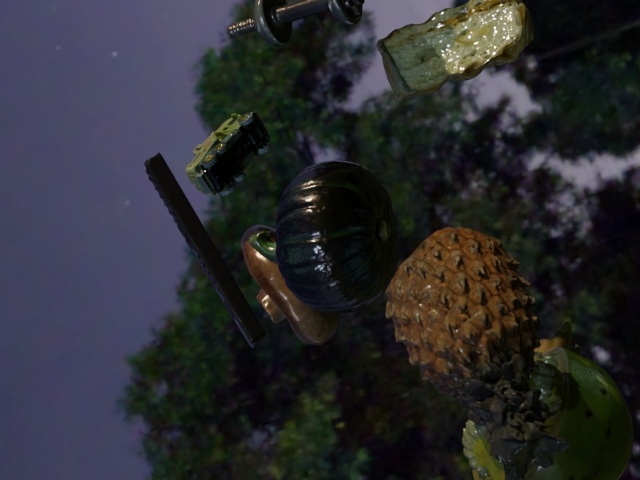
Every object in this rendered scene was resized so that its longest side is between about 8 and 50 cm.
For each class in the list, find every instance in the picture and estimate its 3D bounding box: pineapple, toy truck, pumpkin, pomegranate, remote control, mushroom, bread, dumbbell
[{"bbox_3d":[0.217,0.151,1.496,0.202,0.202,0.362,49,-168,-43],"label":"pineapple"},{"bbox_3d":[-0.193,-0.168,2.266,0.191,0.116,0.085,-54,-53,-32],"label":"toy truck"},{"bbox_3d":[0.000,0.000,1.844,0.248,0.248,0.248,51,-152,-41],"label":"pumpkin"},{"bbox_3d":[0.348,0.267,1.741,0.260,0.261,0.340,57,-143,-30],"label":"pomegranate"},{"bbox_3d":[-0.132,0.013,1.298,0.245,0.025,0.063,59,167,5],"label":"remote control"},{"bbox_3d":[-0.061,0.090,2.295,0.278,0.146,0.278,51,-176,-5],"label":"mushroom"},{"bbox_3d":[0.207,-0.287,1.720,0.088,0.232,0.128,57,-168,-55],"label":"bread"},{"bbox_3d":[-0.016,-0.312,1.529,0.082,0.254,0.081,29,-124,-54],"label":"dumbbell"}]
